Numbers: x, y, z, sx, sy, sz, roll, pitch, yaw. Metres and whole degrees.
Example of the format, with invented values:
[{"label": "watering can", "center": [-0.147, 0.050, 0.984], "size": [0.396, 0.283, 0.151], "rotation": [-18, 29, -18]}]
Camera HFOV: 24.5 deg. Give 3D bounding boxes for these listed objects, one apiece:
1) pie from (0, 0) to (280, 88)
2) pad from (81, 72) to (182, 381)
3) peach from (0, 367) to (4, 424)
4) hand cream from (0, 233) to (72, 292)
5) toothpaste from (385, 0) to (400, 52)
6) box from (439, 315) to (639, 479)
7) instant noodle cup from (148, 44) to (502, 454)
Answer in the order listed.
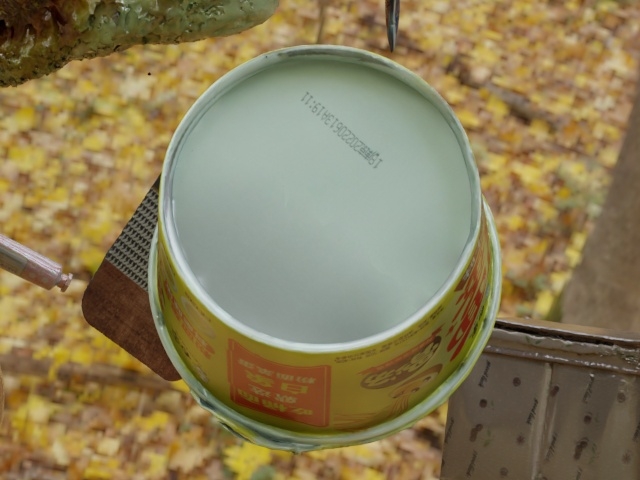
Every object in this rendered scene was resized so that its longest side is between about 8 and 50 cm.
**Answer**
[{"label": "pie", "center": [-0.244, -0.319, 1.716], "size": [0.418, 0.180, 0.395], "rotation": [-3, 37, 5]}, {"label": "pad", "center": [-0.147, -0.030, 1.375], "size": [0.055, 0.250, 0.323], "rotation": [24, -15, 28]}, {"label": "peach", "center": [-0.522, 0.209, 1.868], "size": [0.247, 0.292, 0.292], "rotation": [5, 29, -37]}, {"label": "hand cream", "center": [-0.463, 0.018, 2.166], "size": [0.209, 0.067, 0.043], "rotation": [27, 39, -15]}, {"label": "toothpaste", "center": [0.092, -0.282, 1.884], "size": [0.019, 0.083, 0.027], "rotation": [0, 28, 0]}, {"label": "box", "center": [0.285, 0.188, 1.649], "size": [0.225, 0.191, 0.297], "rotation": [6, 0, 23]}, {"label": "instant noodle cup", "center": [0.000, 0.000, 1.145], "size": [0.311, 0.311, 0.221], "rotation": [20, -14, 7]}]
